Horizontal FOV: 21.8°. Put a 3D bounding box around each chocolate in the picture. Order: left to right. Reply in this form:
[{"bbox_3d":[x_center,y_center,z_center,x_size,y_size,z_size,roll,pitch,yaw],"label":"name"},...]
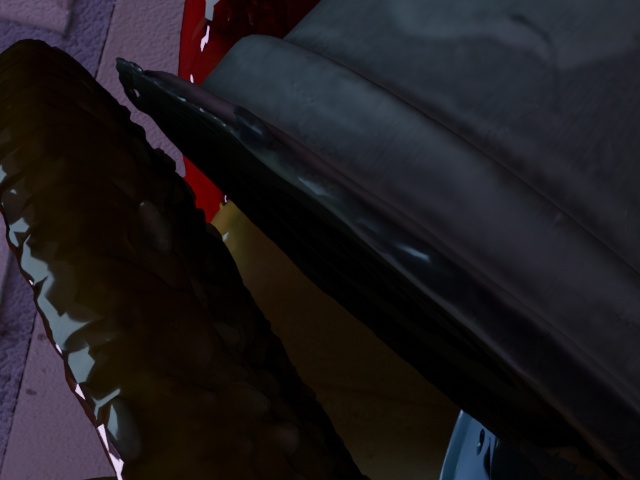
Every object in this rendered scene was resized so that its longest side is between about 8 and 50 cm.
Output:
[{"bbox_3d":[0.069,-0.020,0.435,0.147,0.221,0.221,-44,3,-5],"label":"chocolate"}]

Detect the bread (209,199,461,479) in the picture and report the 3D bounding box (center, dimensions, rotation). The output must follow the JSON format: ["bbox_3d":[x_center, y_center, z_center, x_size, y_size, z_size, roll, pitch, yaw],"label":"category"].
[{"bbox_3d":[0.013,0.052,0.681,0.085,0.173,0.134,7,81,69],"label":"bread"}]

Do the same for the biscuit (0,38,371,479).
[{"bbox_3d":[0.000,0.078,0.443,0.305,0.038,0.305,60,179,1],"label":"biscuit"}]

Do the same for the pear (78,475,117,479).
[{"bbox_3d":[-0.137,0.297,0.946,0.304,0.304,0.304,-165,90,-84],"label":"pear"}]

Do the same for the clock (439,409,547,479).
[{"bbox_3d":[0.069,0.096,0.596,0.108,0.045,0.147,-81,8,-54],"label":"clock"}]

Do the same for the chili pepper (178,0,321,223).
[{"bbox_3d":[0.000,0.000,0.764,0.110,0.110,0.387,-82,-17,-50],"label":"chili pepper"}]
